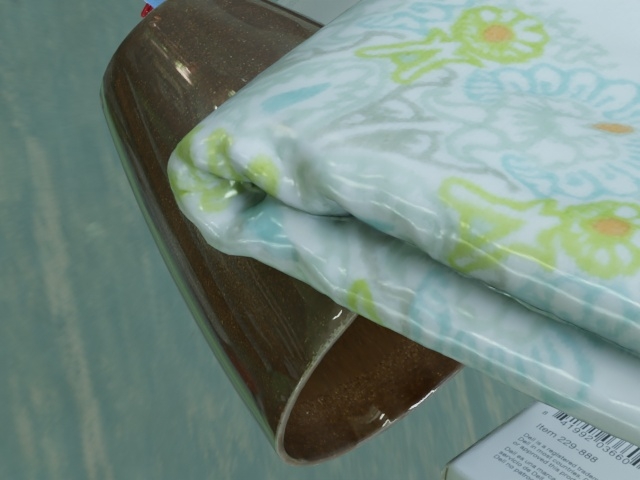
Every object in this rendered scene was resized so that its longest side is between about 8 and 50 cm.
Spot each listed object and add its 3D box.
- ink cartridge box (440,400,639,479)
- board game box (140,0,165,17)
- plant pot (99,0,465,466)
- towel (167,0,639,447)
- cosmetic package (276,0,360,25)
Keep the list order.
[{"bbox_3d":[0.237,0.160,1.029,0.211,0.289,0.122,32,134,33],"label":"ink cartridge box"},{"bbox_3d":[-0.127,-0.192,1.549,0.133,0.168,0.033,39,105,23],"label":"board game box"},{"bbox_3d":[-0.014,-0.031,0.970,0.215,0.215,0.230,-45,69,4],"label":"plant pot"},{"bbox_3d":[0.177,-0.033,0.729,0.374,0.320,0.090,24,127,23],"label":"towel"},{"bbox_3d":[0.057,-0.162,1.677,0.155,0.365,0.197,-43,103,-4],"label":"cosmetic package"}]
